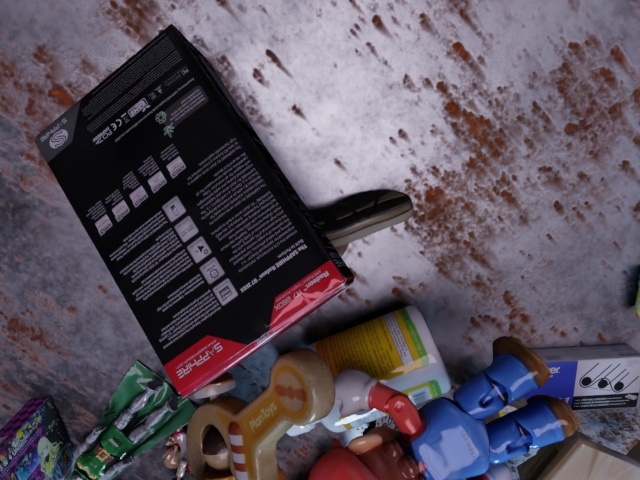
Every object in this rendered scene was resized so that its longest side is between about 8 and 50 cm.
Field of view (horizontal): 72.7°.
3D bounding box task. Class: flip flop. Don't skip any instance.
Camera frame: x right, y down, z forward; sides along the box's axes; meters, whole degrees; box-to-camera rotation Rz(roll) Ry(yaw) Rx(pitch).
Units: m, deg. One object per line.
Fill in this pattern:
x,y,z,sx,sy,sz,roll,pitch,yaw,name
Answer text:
0.000,0.000,0.621,0.277,0.112,0.080,-17,121,-3,flip flop

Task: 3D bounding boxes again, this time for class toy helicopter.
-0.097,0.239,0.584,0.140,0.235,0.355,-2,142,-43,toy helicopter

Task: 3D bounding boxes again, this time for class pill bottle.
0.055,0.202,0.657,0.246,0.136,0.136,-22,106,4,pill bottle

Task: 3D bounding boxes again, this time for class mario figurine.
0.132,0.245,0.553,0.320,0.198,0.170,-26,139,-3,mario figurine

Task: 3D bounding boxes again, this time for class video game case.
-0.445,0.390,0.642,0.042,0.232,0.210,-10,107,2,video game case

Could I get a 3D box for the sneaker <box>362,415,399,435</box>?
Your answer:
0.107,0.350,0.751,0.089,0.051,0.170,19,100,-8,sneaker

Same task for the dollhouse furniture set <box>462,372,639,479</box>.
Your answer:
0.339,0.478,0.654,0.362,0.256,0.394,22,113,-1,dollhouse furniture set

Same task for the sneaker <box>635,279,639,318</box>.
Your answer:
0.597,0.097,0.687,0.208,0.081,0.094,5,114,3,sneaker

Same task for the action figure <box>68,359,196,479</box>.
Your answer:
-0.331,0.326,0.714,0.137,0.063,0.232,44,96,-2,action figure

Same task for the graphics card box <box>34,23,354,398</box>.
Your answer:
-0.155,-0.038,0.529,0.233,0.094,0.371,-36,81,8,graphics card box

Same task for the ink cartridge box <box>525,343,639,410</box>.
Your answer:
0.423,0.232,0.730,0.207,0.046,0.097,-3,106,-1,ink cartridge box

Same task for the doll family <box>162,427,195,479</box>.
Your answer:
-0.184,0.439,0.726,0.163,0.118,0.263,-23,104,2,doll family
